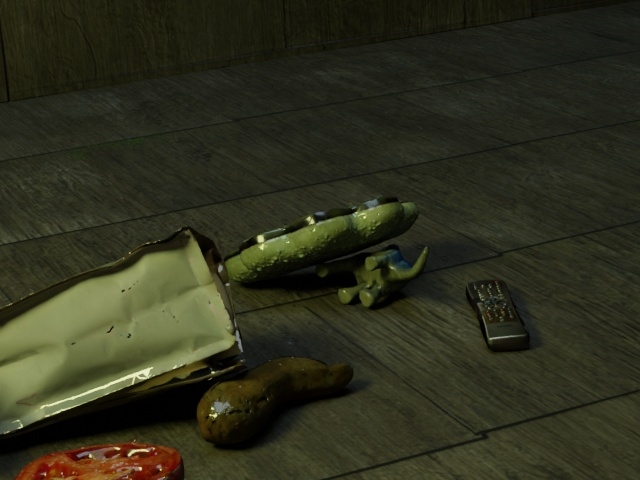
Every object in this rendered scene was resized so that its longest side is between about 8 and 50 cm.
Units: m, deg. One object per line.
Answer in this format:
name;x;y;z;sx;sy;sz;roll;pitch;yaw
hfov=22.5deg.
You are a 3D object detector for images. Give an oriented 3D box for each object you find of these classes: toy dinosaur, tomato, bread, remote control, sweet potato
toy dinosaur;0.110;0.027;2.201;0.188;0.075;0.248;-25;5;-39
tomato;-0.218;0.263;1.567;0.174;0.082;0.166;-6;14;6
bread;0.000;0.000;2.204;0.287;0.056;0.207;-19;-7;2
remote control;0.227;0.094;2.074;0.059;0.028;0.212;-8;18;0
sweet potato;-0.061;0.177;1.837;0.081;0.062;0.233;28;30;32

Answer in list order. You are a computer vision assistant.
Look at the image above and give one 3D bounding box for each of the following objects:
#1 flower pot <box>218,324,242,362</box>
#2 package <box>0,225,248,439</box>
flower pot;-0.165;0.127;1.963;0.111;0.111;0.089;9;38;35
package;-0.248;0.124;1.851;0.311;0.165;0.221;-21;-7;1
